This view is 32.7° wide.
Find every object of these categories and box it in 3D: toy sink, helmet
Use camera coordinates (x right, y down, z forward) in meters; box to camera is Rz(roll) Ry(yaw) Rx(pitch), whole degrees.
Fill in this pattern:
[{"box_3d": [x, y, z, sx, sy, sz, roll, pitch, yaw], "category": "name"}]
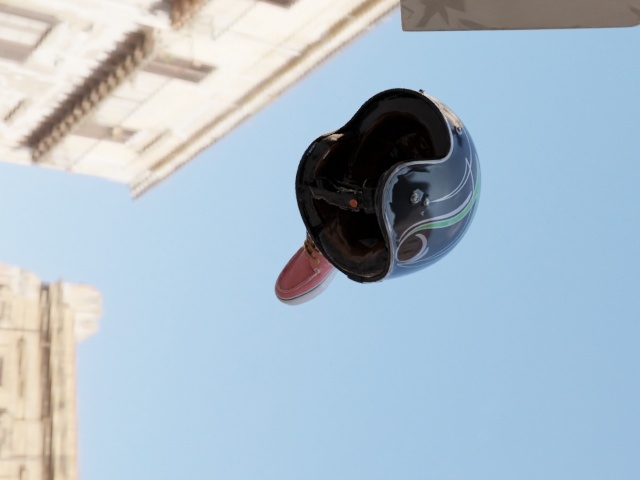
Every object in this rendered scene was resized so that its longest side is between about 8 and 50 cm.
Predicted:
[{"box_3d": [0.201, -0.280, 1.021, 0.234, 0.131, 0.153, 3, -72, 27], "category": "toy sink"}, {"box_3d": [0.074, -0.054, 1.042, 0.169, 0.161, 0.169, 32, -38, 30], "category": "helmet"}]

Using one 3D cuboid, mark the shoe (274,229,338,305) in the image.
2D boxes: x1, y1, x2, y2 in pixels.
[{"box_3d": [0.000, 0.000, 1.305, 0.178, 0.081, 0.063, -42, -125, 5], "category": "shoe"}]
